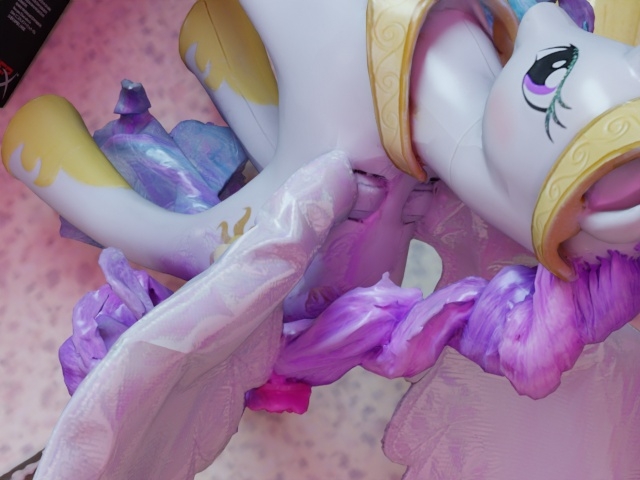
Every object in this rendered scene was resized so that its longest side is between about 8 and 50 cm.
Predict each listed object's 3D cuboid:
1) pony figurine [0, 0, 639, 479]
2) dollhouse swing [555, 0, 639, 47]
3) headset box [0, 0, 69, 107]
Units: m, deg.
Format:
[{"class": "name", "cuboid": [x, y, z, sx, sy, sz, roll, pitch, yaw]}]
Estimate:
[{"class": "pony figurine", "cuboid": [0.000, 0.000, 0.576, 0.363, 0.302, 0.351, 44, 124, 44]}, {"class": "dollhouse swing", "cuboid": [0.199, -0.200, 0.617, 0.346, 0.315, 0.305, 13, 59, 9]}, {"class": "headset box", "cuboid": [-0.146, -0.232, 0.680, 0.110, 0.218, 0.293, 31, 87, 12]}]
